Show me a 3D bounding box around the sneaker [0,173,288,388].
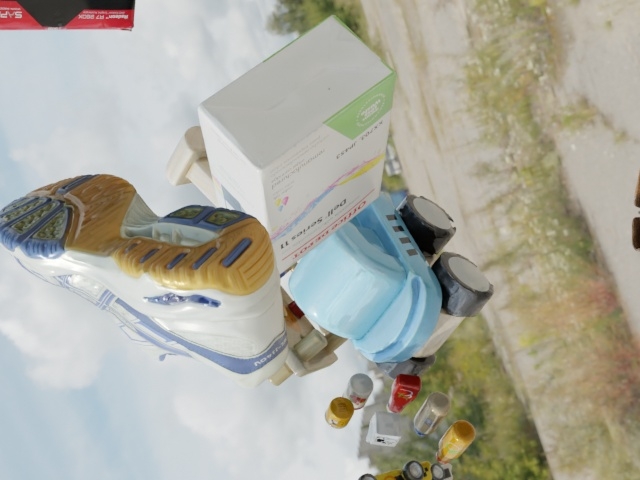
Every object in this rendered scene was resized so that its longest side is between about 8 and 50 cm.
[{"bbox_3d":[-0.149,0.034,0.657,0.297,0.112,0.130,18,134,40],"label":"sneaker"}]

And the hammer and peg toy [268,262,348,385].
[{"bbox_3d":[-0.070,0.141,1.636,0.266,0.127,0.361,51,-171,10],"label":"hammer and peg toy"}]

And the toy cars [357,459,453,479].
[{"bbox_3d":[0.128,0.441,1.425,0.087,0.177,0.394,71,-168,21],"label":"toy cars"}]

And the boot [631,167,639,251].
[{"bbox_3d":[0.393,-0.066,0.840,0.073,0.153,0.197,121,156,-77],"label":"boot"}]

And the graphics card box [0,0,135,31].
[{"bbox_3d":[-0.335,-0.447,1.029,0.094,0.233,0.370,52,139,41],"label":"graphics card box"}]

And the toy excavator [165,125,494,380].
[{"bbox_3d":[0.000,0.000,1.378,0.445,0.222,0.432,12,-143,-37],"label":"toy excavator"}]

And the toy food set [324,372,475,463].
[{"bbox_3d":[0.116,0.284,1.329,0.104,0.233,0.111,109,166,-49],"label":"toy food set"}]

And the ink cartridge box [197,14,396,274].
[{"bbox_3d":[-0.024,-0.088,1.076,0.119,0.207,0.353,46,162,19],"label":"ink cartridge box"}]
